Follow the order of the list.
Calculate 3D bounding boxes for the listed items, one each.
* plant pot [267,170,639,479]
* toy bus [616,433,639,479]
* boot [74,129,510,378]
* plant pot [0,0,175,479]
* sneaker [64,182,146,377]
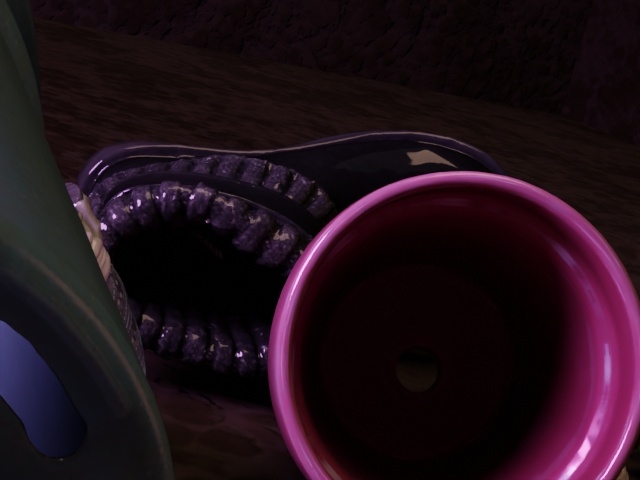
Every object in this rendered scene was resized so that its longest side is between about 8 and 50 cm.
[{"bbox_3d":[0.065,0.068,1.035,0.201,0.201,0.180,14,-5,-5],"label":"plant pot"},{"bbox_3d":[0.142,0.085,1.221,0.202,0.104,0.191,-7,69,-61],"label":"toy bus"},{"bbox_3d":[-0.001,0.004,1.258,0.348,0.131,0.260,-3,10,-12],"label":"boot"},{"bbox_3d":[-0.211,0.025,0.571,0.341,0.341,0.334,9,21,-28],"label":"plant pot"},{"bbox_3d":[-0.194,0.050,1.019,0.110,0.122,0.283,-38,20,-28],"label":"sneaker"}]
